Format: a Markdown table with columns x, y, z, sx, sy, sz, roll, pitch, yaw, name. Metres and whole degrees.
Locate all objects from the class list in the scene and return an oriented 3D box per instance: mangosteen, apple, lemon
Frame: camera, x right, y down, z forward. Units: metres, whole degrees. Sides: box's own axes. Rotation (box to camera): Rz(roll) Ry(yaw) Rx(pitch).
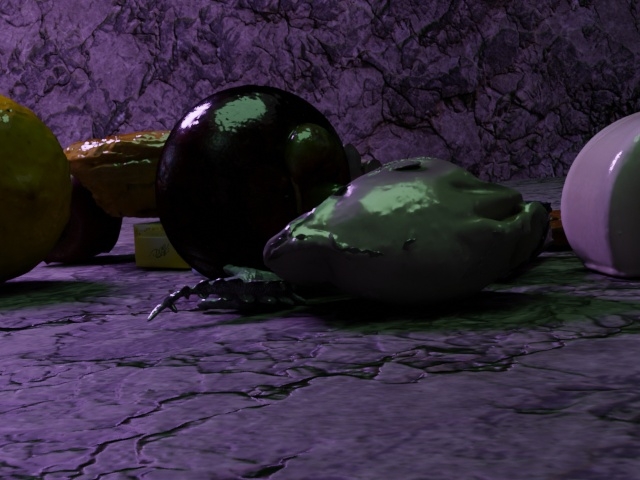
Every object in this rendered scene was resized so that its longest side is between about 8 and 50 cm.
| x | y | z | sx | sy | sz | roll | pitch | yaw | name |
| --- | --- | --- | --- | --- | --- | --- | --- | --- | --- |
| -0.056 | -0.045 | 1.100 | 0.216 | 0.216 | 0.216 | -4 | 5 | 0 | mangosteen |
| -0.377 | -0.047 | 1.649 | 0.156 | 0.147 | 0.158 | 22 | 18 | 1 | apple |
| -0.449 | -0.061 | 1.327 | 0.310 | 0.253 | 0.253 | -2 | 5 | 34 | lemon |

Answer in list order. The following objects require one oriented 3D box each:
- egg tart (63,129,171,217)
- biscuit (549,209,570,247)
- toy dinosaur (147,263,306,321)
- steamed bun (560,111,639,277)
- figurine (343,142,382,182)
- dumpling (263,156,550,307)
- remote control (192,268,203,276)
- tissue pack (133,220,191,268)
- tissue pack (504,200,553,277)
| x | y | z | sx | sy | sz | roll | pitch | yaw | name |
| --- | --- | --- | --- | --- | --- | --- | --- | --- | --- |
| -0.230 | -0.094 | 1.546 | 0.294 | 0.123 | 0.294 | -3 | 2 | 0 | egg tart |
| 0.311 | -0.012 | 1.373 | 0.182 | 0.034 | 0.215 | -6 | 7 | -16 | biscuit |
| -0.073 | 0.045 | 0.979 | 0.082 | 0.039 | 0.209 | 3 | 9 | 43 | toy dinosaur |
| 0.370 | -0.055 | 1.067 | 0.242 | 0.164 | 0.146 | -6 | 4 | -9 | steamed bun |
| -0.038 | -0.148 | 2.306 | 0.248 | 0.203 | 0.381 | -4 | 4 | -42 | figurine |
| 0.072 | 0.007 | 0.947 | 0.247 | 0.142 | 0.172 | -1 | -30 | -6 | dumpling |
| -0.028 | 0.016 | 1.256 | 0.244 | 0.047 | 0.087 | -3 | 1 | -8 | remote control |
| -0.163 | -0.001 | 1.476 | 0.095 | 0.062 | 0.176 | 0 | 5 | 32 | tissue pack |
| 0.151 | -0.004 | 1.173 | 0.173 | 0.073 | 0.235 | -2 | 5 | 22 | tissue pack |
